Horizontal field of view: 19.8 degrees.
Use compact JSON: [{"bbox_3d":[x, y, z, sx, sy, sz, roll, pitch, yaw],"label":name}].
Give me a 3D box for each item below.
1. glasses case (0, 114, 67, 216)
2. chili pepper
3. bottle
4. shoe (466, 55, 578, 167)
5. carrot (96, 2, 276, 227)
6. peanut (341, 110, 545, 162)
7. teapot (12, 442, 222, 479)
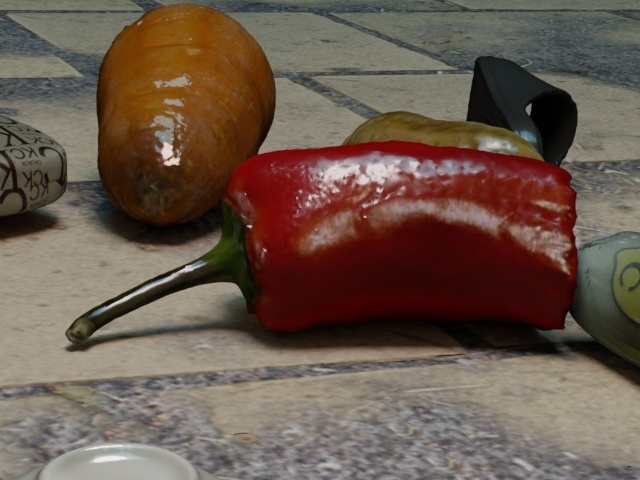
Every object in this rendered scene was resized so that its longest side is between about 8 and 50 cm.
[{"bbox_3d":[-0.358,-0.079,1.518,0.354,0.085,0.137,15,18,37],"label":"glasses case"},{"bbox_3d":[0.000,-0.003,1.239,0.338,0.131,0.134,0,6,-6],"label":"chili pepper"},{"bbox_3d":[0.249,0.061,1.141,0.083,0.083,0.269,-4,16,-25],"label":"bottle"},{"bbox_3d":[0.189,-0.090,1.656,0.093,0.108,0.241,3,22,-7],"label":"shoe"},{"bbox_3d":[-0.126,-0.087,1.503,0.159,0.159,0.225,5,24,4],"label":"carrot"},{"bbox_3d":[0.102,-0.055,1.527,0.108,0.095,0.226,11,3,-42],"label":"peanut"},{"bbox_3d":[-0.093,0.143,0.764,0.145,0.092,0.226,13,21,35],"label":"teapot"}]
